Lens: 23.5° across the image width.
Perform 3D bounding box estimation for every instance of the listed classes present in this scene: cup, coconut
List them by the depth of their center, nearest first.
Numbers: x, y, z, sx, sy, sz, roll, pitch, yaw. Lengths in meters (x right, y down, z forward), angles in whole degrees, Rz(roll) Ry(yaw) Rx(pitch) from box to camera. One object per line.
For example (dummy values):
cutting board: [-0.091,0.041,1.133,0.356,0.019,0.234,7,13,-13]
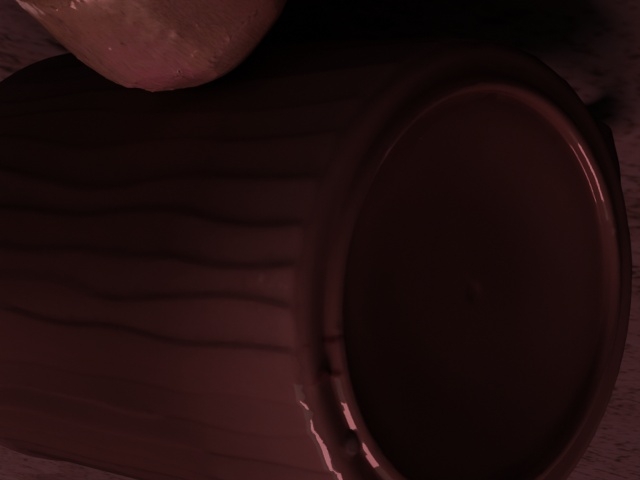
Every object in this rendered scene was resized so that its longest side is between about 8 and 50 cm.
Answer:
coconut: [-0.060,-0.113,0.594,0.110,0.110,0.124,-4,153,34]
cup: [-0.003,0.019,0.708,0.288,0.208,0.273,13,174,-42]
